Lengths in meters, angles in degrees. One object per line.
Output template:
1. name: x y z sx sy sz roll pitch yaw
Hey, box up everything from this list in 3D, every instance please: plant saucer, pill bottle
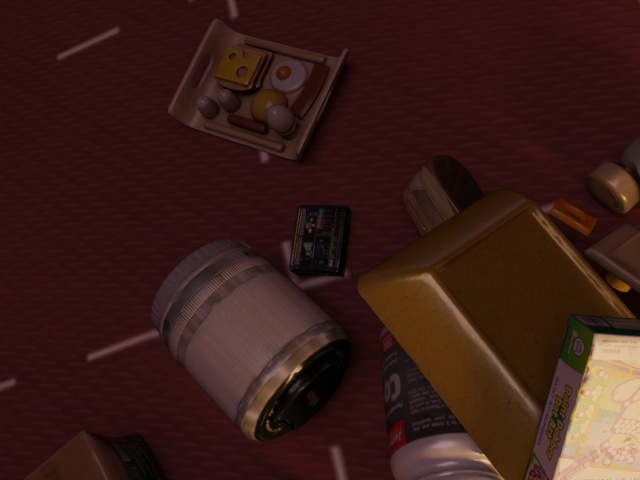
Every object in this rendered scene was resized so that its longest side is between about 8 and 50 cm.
1. plant saucer: 0.271 0.095 0.917 0.333 0.081 0.333 -30 76 -33
2. pill bottle: 0.170 0.248 0.945 0.161 0.161 0.283 -14 48 14

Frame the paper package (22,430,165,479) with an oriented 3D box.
1. paper package: -0.365 0.520 1.086 0.309 0.168 0.325 -40 65 2

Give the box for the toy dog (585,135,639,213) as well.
1. toy dog: 0.544 -0.061 0.960 0.333 0.161 0.220 25 83 24

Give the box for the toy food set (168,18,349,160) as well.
1. toy food set: -0.120 -0.294 1.297 0.306 0.092 0.220 21 81 23

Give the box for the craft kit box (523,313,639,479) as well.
1. craft kit box: 0.374 0.213 0.797 0.249 0.061 0.247 4 109 -16

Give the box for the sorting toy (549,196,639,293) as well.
1. sorting toy: 0.464 0.057 0.952 0.347 0.196 0.047 41 124 25

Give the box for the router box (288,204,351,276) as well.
1. router box: 0.000 0.000 1.194 0.092 0.038 0.122 3 74 19

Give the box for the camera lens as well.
1. camera lens: -0.105 0.156 1.081 0.274 0.219 0.219 40 89 25

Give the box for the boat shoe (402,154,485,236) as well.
1. boat shoe: 0.237 0.030 1.076 0.110 0.121 0.341 -46 57 41
